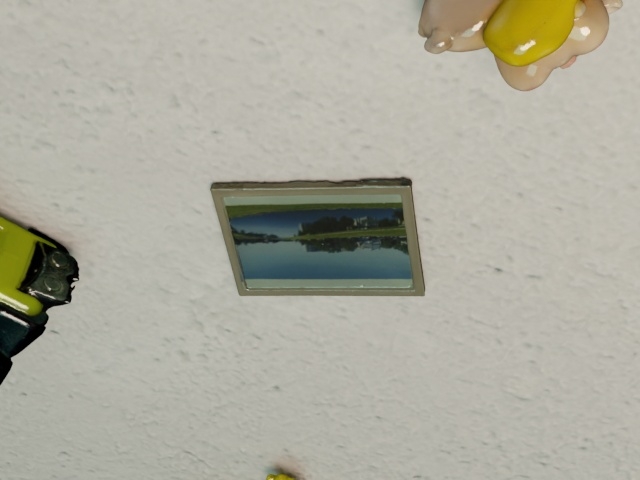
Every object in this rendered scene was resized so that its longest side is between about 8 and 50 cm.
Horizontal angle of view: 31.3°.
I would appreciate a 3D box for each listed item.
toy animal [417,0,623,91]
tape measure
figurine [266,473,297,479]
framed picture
[{"bbox_3d":[0.118,-0.121,0.671,0.114,0.091,0.082,-17,140,23],"label":"toy animal"},{"bbox_3d":[-0.308,0.037,0.889,0.186,0.112,0.199,29,126,-22],"label":"tape measure"},{"bbox_3d":[-0.065,0.283,1.075,0.178,0.109,0.130,-19,98,27],"label":"figurine"},{"bbox_3d":[0.000,0.000,0.850,0.149,0.011,0.109,-1,130,13],"label":"framed picture"}]
